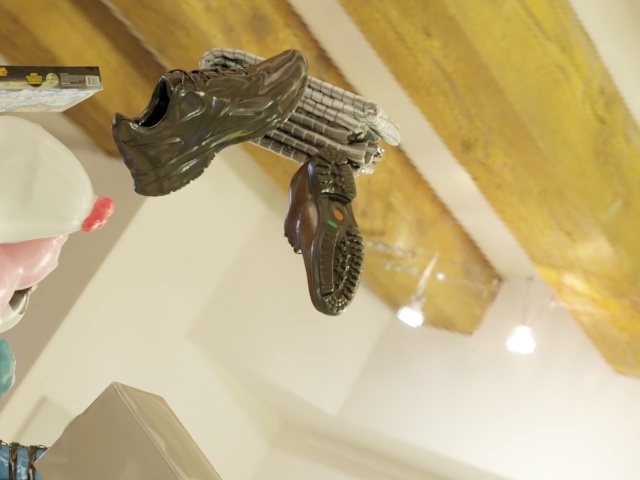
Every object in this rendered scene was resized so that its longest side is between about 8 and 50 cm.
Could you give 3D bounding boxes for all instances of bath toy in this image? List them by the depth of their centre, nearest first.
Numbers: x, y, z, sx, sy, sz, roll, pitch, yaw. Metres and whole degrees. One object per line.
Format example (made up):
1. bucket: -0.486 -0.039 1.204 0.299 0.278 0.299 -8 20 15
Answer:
1. bath toy: -0.269 0.026 0.953 0.129 0.151 0.348 13 -39 -22

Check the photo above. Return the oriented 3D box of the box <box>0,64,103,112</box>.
1. box: -0.302 -0.152 1.169 0.137 0.027 0.094 -6 -6 -40

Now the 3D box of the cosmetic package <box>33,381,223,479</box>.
1. cosmetic package: -0.160 0.266 1.130 0.238 0.127 0.107 51 9 32

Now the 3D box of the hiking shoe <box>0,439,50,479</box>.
1. hiking shoe: -0.412 0.317 1.545 0.304 0.132 0.113 33 -42 20

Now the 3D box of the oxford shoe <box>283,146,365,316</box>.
1. oxford shoe: 0.000 0.000 1.501 0.083 0.227 0.096 21 -36 -36

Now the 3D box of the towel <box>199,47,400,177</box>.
1. towel: -0.035 -0.177 1.709 0.284 0.121 0.235 23 4 10

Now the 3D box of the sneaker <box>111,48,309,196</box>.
1. sneaker: -0.139 -0.176 1.494 0.109 0.286 0.130 24 -33 58
